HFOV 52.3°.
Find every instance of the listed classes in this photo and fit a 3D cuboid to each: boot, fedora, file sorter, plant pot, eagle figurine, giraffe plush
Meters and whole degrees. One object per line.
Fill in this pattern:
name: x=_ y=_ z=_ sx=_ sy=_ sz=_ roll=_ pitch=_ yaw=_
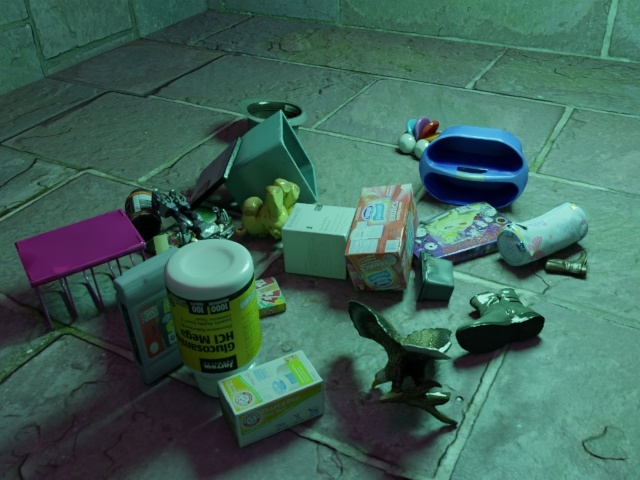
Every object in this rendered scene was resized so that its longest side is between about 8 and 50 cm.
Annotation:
boot: x=0.415 y=0.193 z=1.622 sx=0.246 sy=0.083 sz=0.161 roll=-9 pitch=27 yaw=-19
fedora: x=-0.193 y=-0.465 z=2.569 sx=0.275 sy=0.124 sz=0.244 roll=-3 pitch=35 yaw=-16
file sorter: x=-0.625 y=0.078 z=1.746 sx=0.290 sy=0.182 sz=0.202 roll=-21 pitch=40 yaw=-24
plant pot: x=-0.179 y=-0.227 z=2.121 sx=0.252 sy=0.248 sz=0.247 roll=-24 pitch=33 yaw=12
boot: x=0.688 y=0.057 z=1.832 sx=0.114 sy=0.037 sz=0.106 roll=6 pitch=33 yaw=20
eagle figurine: x=0.181 y=0.246 z=1.452 sx=0.225 sy=0.226 sz=0.298 roll=-18 pitch=37 yaw=13
giraffe plush: x=-0.166 y=-0.077 z=1.983 sx=0.170 sy=0.210 sz=0.181 roll=-2 pitch=-5 yaw=28

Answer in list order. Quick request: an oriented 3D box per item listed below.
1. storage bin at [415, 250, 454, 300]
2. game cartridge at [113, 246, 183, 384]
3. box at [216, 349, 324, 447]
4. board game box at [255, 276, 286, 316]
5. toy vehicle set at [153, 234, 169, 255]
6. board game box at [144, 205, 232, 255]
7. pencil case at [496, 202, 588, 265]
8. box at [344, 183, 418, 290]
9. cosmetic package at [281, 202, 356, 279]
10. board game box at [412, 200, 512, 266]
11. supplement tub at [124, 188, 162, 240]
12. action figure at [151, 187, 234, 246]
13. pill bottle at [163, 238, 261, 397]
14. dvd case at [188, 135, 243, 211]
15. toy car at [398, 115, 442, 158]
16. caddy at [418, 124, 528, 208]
storage bin: x=0.308 y=0.096 z=1.744 sx=0.091 sy=0.098 sz=0.135 roll=8 pitch=40 yaw=-2
game cartridge: x=-0.352 y=0.170 z=1.494 sx=0.060 sy=0.294 sz=0.196 roll=22 pitch=41 yaw=35
box: x=-0.106 y=0.338 z=1.401 sx=0.203 sy=0.103 sz=0.114 roll=-17 pitch=36 yaw=-20
board game box: x=-0.231 y=0.169 z=1.724 sx=0.259 sy=0.039 sz=0.124 roll=-14 pitch=35 yaw=-13
toy vehicle set: x=-0.386 y=0.123 z=1.678 sx=0.035 sy=0.166 sz=0.267 roll=-12 pitch=36 yaw=-14
board game box: x=-0.408 y=-0.021 z=2.016 sx=0.136 sy=0.030 sz=0.259 roll=17 pitch=39 yaw=29
pencil case: x=0.636 y=-0.019 z=1.867 sx=0.273 sy=0.124 sz=0.113 roll=-18 pitch=-3 yaw=-24
box: x=0.176 y=-0.012 z=1.816 sx=0.154 sy=0.142 sz=0.300 roll=-3 pitch=40 yaw=18
cosmetic package: x=0.000 y=0.000 z=1.849 sx=0.183 sy=0.151 sz=0.151 roll=6 pitch=34 yaw=12
board game box: x=0.402 y=-0.017 z=1.947 sx=0.347 sy=0.056 sz=0.208 roll=-15 pitch=40 yaw=-19
supplement tub: x=-0.562 y=-0.089 z=2.057 sx=0.106 sy=0.106 sz=0.198 roll=-12 pitch=34 yaw=-13
action figure: x=-0.380 y=-0.054 z=1.948 sx=0.285 sy=0.099 sz=0.185 roll=34 pitch=33 yaw=22
pill bottle: x=-0.227 y=0.180 z=1.436 sx=0.188 sy=0.334 sz=0.188 roll=-2 pitch=34 yaw=1
dvd case: x=-0.345 y=-0.210 z=2.102 sx=0.022 sy=0.253 sz=0.180 roll=33 pitch=50 yaw=-23
toy car: x=0.386 y=-0.393 z=2.417 sx=0.159 sy=0.136 sz=0.182 roll=-30 pitch=43 yaw=-34
caddy: x=0.491 y=-0.232 z=2.088 sx=0.341 sy=0.241 sz=0.179 roll=9 pitch=29 yaw=17
